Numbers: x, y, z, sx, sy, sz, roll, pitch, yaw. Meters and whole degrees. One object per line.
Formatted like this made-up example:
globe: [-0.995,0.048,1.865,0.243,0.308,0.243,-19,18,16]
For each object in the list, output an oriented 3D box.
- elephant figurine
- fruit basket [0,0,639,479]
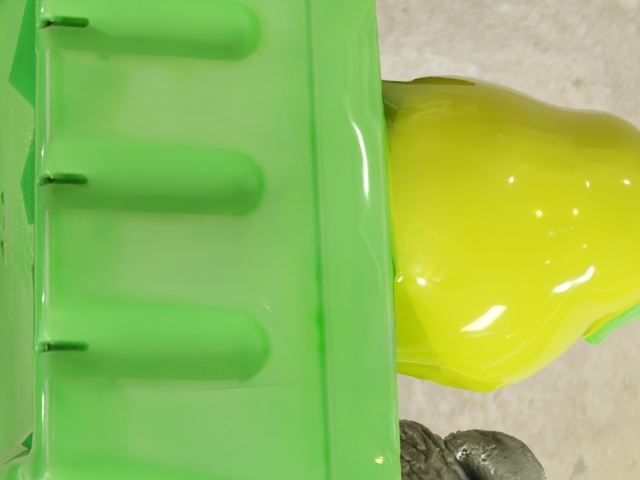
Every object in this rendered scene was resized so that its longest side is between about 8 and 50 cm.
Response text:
elephant figurine: [0.071,0.195,1.053,0.186,0.169,0.239,-15,112,9]
fruit basket: [0.000,0.000,0.845,0.392,0.392,0.283,57,148,-3]
